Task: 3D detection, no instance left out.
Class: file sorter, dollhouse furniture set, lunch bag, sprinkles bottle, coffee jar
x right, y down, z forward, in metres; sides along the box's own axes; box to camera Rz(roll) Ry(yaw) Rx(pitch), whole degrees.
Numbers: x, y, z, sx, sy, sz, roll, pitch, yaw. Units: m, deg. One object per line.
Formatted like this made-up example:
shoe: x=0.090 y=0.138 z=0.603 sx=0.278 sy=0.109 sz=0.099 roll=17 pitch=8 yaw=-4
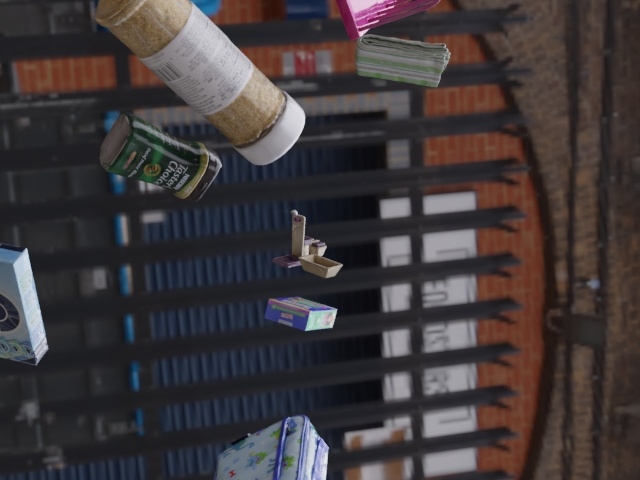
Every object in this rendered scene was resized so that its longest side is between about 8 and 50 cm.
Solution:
file sorter: x=0.131 y=-0.489 z=1.962 sx=0.202 sy=0.182 sz=0.290 roll=69 pitch=23 yaw=-16
dollhouse furniture set: x=0.000 y=0.000 z=1.710 sx=0.114 sy=0.091 sz=0.081 roll=20 pitch=-66 yaw=45
lunch bag: x=-0.076 y=0.365 z=1.765 sx=0.090 sy=0.176 sz=0.219 roll=59 pitch=16 yaw=-19
sprinkles bottle: x=-0.177 y=-0.264 z=1.773 sx=0.355 sy=0.121 sz=0.121 roll=42 pitch=15 yaw=-33
coffee jar: x=-0.255 y=-0.130 z=1.878 sx=0.096 sy=0.184 sz=0.079 roll=-53 pitch=-142 yaw=23

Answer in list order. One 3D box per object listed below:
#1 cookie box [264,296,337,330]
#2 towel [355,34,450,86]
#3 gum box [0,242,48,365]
cookie box: x=-0.036 y=0.134 z=2.144 sx=0.107 sy=0.092 sz=0.040 roll=0 pitch=104 yaw=-62
towel: x=0.099 y=-0.225 z=1.453 sx=0.152 sy=0.113 sz=0.023 roll=83 pitch=18 yaw=-85
gum box: x=-0.468 y=0.079 z=1.610 sx=0.041 sy=0.157 sz=0.184 roll=-64 pitch=159 yaw=-48
